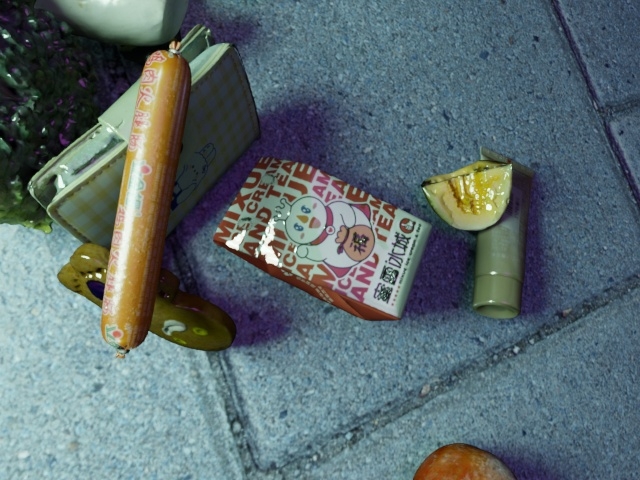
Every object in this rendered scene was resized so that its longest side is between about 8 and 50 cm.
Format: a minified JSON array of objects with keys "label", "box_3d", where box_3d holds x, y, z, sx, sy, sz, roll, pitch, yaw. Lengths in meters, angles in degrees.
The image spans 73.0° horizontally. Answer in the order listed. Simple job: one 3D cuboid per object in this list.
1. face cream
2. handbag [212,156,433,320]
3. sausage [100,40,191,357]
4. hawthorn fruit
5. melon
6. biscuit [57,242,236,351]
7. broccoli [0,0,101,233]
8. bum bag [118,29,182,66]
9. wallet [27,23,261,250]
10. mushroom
[{"label":"face cream","box_3d":[0.353,-0.023,0.837,0.137,0.084,0.341,21,65,-12]},{"label":"handbag","box_3d":[0.000,0.000,0.667,0.298,0.151,0.171,24,76,-9]},{"label":"sausage","box_3d":[-0.188,-0.046,0.466,0.053,0.053,0.347,10,88,-17]},{"label":"hawthorn fruit","box_3d":[0.214,0.399,0.652,0.173,0.173,0.172,4,78,-18]},{"label":"melon","box_3d":[0.274,-0.080,0.811,0.160,0.079,0.128,-12,88,8]},{"label":"biscuit","box_3d":[-0.219,0.087,0.567,0.236,0.180,0.039,33,49,-24]},{"label":"broccoli","box_3d":[-0.428,-0.162,0.515,0.281,0.293,0.347,-19,117,15]},{"label":"bum bag","box_3d":[-0.271,-0.373,0.697,0.107,0.060,0.232,-2,78,-7]},{"label":"wallet","box_3d":[-0.207,-0.110,0.586,0.077,0.223,0.309,30,68,14]},{"label":"mushroom","box_3d":[-0.327,-0.336,0.607,0.270,0.103,0.118,11,42,7]}]
